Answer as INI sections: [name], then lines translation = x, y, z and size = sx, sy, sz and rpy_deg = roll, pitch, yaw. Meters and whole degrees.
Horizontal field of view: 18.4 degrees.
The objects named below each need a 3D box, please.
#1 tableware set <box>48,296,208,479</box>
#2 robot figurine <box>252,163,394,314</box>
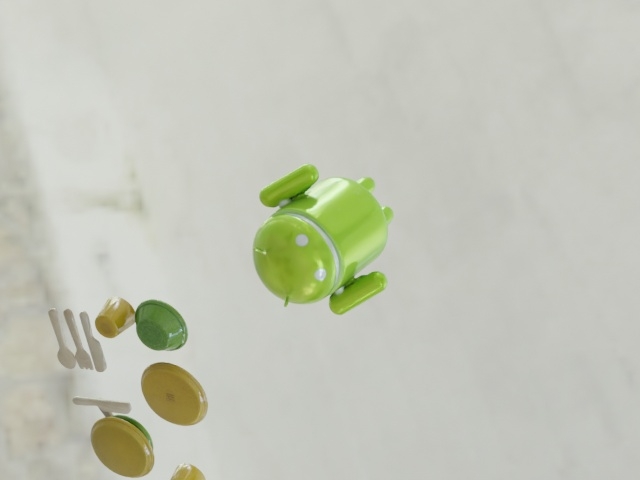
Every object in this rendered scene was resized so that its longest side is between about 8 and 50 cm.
[tableware set]
translation = -0.110, 0.101, 1.256
size = 0.104, 0.024, 0.154
rpy_deg = 3, -59, 29
[robot figurine]
translation = 0.000, 0.000, 1.333
size = 0.067, 0.115, 0.101
rpy_deg = -25, -82, 47
